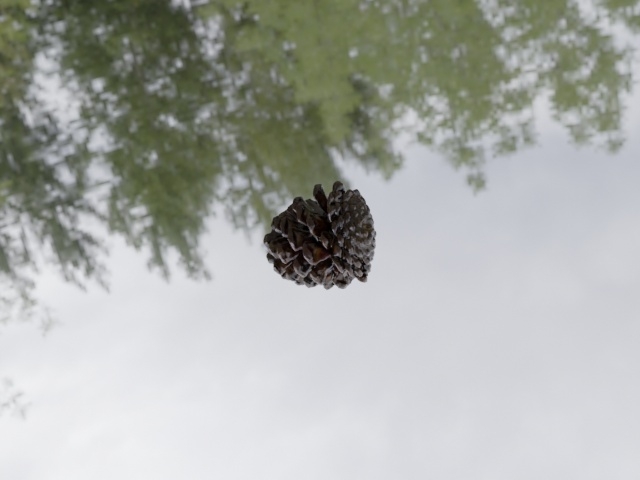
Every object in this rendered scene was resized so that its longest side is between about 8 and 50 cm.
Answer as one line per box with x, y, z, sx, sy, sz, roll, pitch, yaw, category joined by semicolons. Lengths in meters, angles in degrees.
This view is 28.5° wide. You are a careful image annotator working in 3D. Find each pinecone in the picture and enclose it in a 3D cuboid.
0.000;0.000;0.885;0.083;0.077;0.077;-18;-157;25;pinecone
